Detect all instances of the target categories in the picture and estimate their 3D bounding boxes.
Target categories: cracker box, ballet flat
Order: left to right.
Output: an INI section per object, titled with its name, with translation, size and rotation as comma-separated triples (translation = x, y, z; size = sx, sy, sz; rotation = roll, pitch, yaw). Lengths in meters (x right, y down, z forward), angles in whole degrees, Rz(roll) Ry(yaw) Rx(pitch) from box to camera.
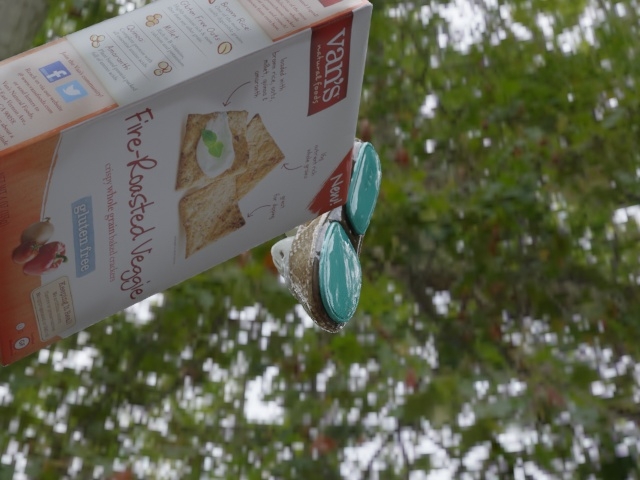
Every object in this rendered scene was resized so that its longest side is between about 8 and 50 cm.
[cracker box]
translation = -0.087, -0.047, 0.850
size = 0.232, 0.067, 0.156
rotation = -27, -34, -26
[ballet flat]
translation = 0.000, 0.000, 1.230
size = 0.067, 0.206, 0.073
rotation = -12, -56, 23
